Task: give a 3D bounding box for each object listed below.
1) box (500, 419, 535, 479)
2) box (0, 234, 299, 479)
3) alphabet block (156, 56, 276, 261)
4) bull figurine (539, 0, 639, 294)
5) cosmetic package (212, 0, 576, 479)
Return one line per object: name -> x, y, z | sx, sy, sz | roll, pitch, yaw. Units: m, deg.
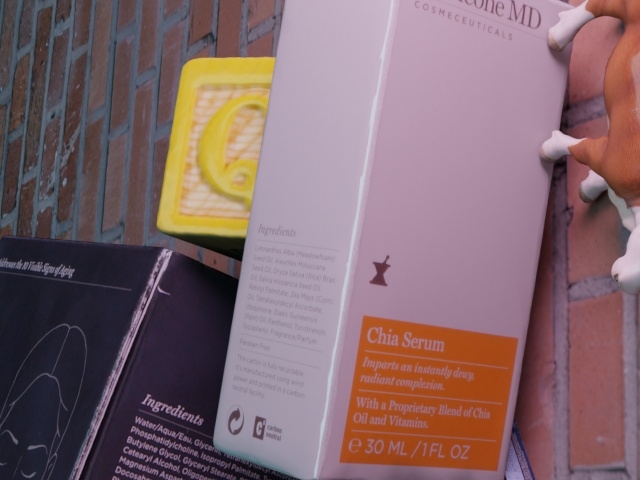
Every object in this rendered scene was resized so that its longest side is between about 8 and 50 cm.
box -> 0.110, 0.242, 1.314 | 0.233, 0.044, 0.159 | -47, 46, 38
box -> -0.259, 0.263, 1.549 | 0.480, 0.297, 0.472 | 4, 72, 56
alphabet block -> -0.028, -0.073, 1.379 | 0.193, 0.197, 0.192 | 1, 78, 29
bull figurine -> 0.276, -0.108, 1.121 | 0.188, 0.101, 0.310 | 7, 87, 58
cosmetic package -> 0.071, -0.014, 1.194 | 0.161, 0.230, 0.453 | 7, 87, 52
